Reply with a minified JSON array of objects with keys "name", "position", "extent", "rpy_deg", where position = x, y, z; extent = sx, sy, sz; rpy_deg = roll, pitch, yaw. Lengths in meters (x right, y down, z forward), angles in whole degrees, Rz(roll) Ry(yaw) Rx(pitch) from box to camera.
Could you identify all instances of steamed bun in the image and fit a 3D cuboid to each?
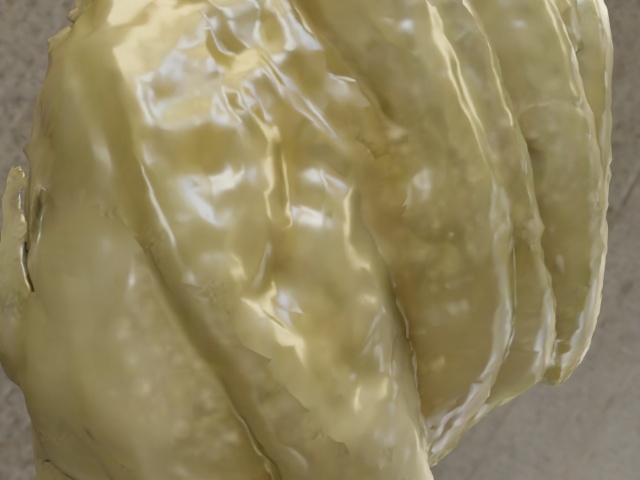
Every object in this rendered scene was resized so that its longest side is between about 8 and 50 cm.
[{"name":"steamed bun","position":[0.000,-0.005,0.606],"extent":[0.325,0.230,0.372],"rpy_deg":[98,-4,-61]}]
